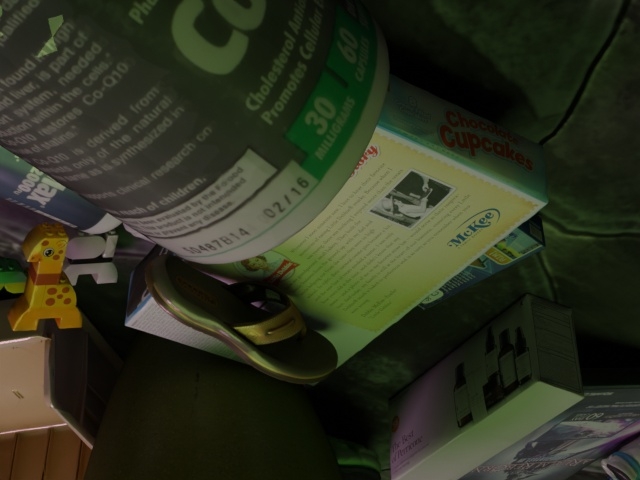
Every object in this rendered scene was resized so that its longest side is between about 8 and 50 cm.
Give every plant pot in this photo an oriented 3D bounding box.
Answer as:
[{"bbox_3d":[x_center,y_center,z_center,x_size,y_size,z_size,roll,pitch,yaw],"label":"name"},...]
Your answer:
[{"bbox_3d":[-0.096,0.212,1.065,0.275,0.293,0.274,-4,143,-3],"label":"plant pot"}]

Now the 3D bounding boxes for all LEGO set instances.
[{"bbox_3d":[-0.247,0.016,0.932,0.227,0.087,0.093,-3,127,-34],"label":"LEGO set"}]

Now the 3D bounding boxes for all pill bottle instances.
[{"bbox_3d":[-0.144,-0.150,0.664,0.204,0.204,0.361,-27,136,31],"label":"pill bottle"},{"bbox_3d":[-0.176,-0.066,0.856,0.180,0.108,0.108,24,137,-30],"label":"pill bottle"}]

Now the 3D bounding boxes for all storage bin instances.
[{"bbox_3d":[-0.325,0.179,1.172,0.262,0.123,0.260,-9,143,13],"label":"storage bin"}]

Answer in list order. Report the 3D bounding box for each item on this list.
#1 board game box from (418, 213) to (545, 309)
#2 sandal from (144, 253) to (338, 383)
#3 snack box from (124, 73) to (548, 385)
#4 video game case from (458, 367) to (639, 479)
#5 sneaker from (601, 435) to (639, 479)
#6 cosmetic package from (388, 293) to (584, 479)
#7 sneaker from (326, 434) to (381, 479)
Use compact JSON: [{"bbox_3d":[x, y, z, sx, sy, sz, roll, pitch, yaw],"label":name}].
[{"bbox_3d":[0.070,-0.021,0.978,0.136,0.035,0.201,-30,134,34],"label":"board game box"},{"bbox_3d":[-0.050,0.055,0.903,0.180,0.072,0.049,33,113,-28],"label":"sandal"},{"bbox_3d":[0.000,0.000,0.924,0.187,0.060,0.322,21,139,-25],"label":"snack box"},{"bbox_3d":[0.250,0.204,1.249,0.196,0.026,0.274,3,146,-31],"label":"video game case"},{"bbox_3d":[0.369,0.259,1.333,0.083,0.071,0.190,-44,154,-5],"label":"sneaker"},{"bbox_3d":[0.153,0.155,1.164,0.060,0.098,0.239,21,138,-22],"label":"cosmetic package"},{"bbox_3d":[-0.057,0.362,1.352,0.185,0.202,0.482,10,142,-14],"label":"sneaker"}]
